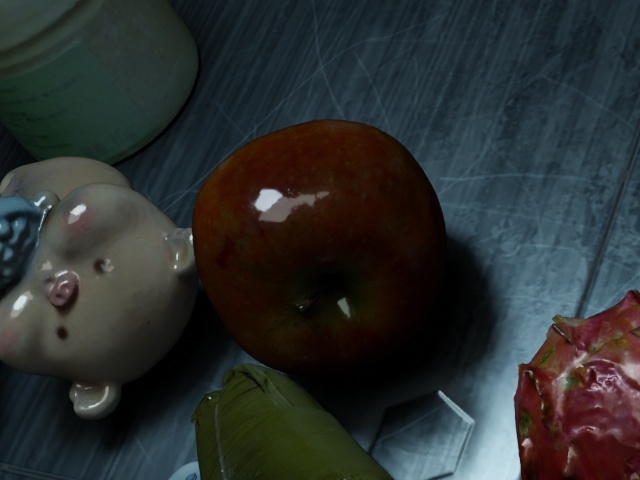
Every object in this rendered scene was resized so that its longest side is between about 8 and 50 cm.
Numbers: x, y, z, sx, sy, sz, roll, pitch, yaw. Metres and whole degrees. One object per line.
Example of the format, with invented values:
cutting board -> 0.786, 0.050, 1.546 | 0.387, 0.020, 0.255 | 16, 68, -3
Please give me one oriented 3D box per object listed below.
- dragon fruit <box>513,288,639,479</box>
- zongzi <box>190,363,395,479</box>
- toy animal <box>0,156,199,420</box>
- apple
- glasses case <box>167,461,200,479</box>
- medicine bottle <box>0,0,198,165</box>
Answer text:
dragon fruit -> 0.266, 0.140, 1.096 | 0.268, 0.210, 0.205 | 4, 97, 34
zongzi -> -0.063, 0.277, 1.225 | 0.300, 0.145, 0.274 | -56, 39, 5
toy animal -> -0.232, 0.030, 1.472 | 0.210, 0.229, 0.221 | -63, 3, 10
apple -> 0.000, 0.000, 1.345 | 0.230, 0.230, 0.230 | -15, 49, 18
glasses case -> -0.136, 0.272, 1.313 | 0.067, 0.045, 0.178 | 19, 67, 36
medicine bottle -> -0.320, -0.280, 1.599 | 0.235, 0.406, 0.236 | -16, 49, 19
